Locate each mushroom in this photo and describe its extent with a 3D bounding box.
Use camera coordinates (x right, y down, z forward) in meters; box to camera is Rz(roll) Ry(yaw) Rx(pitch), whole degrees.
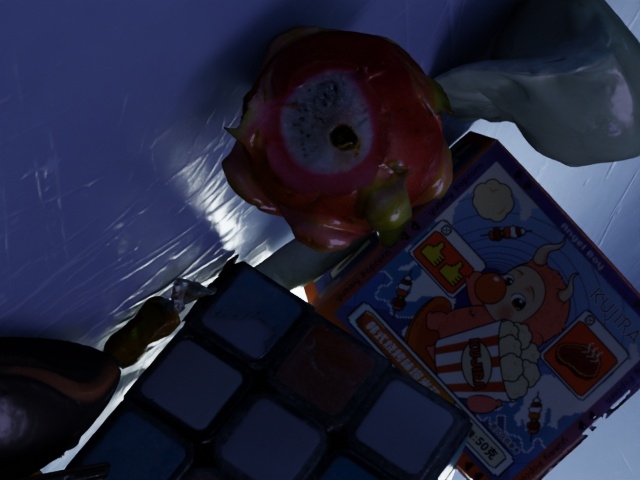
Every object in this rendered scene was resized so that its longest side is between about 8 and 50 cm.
[{"bbox_3d":[0.000,0.000,2.069,0.209,0.071,0.084,-39,158,2],"label":"mushroom"}]

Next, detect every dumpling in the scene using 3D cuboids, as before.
[{"bbox_3d":[0.290,-0.201,2.027,0.212,0.270,0.320,-60,143,-17],"label":"dumpling"}]

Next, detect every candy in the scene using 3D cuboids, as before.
[{"bbox_3d":[-0.196,0.099,1.905,0.182,0.046,0.053,-40,167,11],"label":"candy"}]

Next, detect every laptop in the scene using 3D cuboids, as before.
[{"bbox_3d":[-0.321,0.265,1.725,0.154,0.026,0.207,-5,167,-40],"label":"laptop"}]

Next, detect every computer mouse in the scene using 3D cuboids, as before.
[{"bbox_3d":[-0.314,0.184,1.739,0.183,0.116,0.323,-40,164,14],"label":"computer mouse"}]

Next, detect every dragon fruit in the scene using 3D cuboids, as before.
[{"bbox_3d":[0.020,-0.097,1.624,0.224,0.224,0.227,-46,166,10],"label":"dragon fruit"}]

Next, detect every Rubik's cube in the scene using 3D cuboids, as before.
[{"bbox_3d":[-0.065,0.300,2.004,0.363,0.359,0.362,-53,170,-27],"label":"Rubik's cube"}]

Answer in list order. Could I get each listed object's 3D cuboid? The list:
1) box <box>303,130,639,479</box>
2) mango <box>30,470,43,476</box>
[{"bbox_3d":[0.208,0.091,2.155,0.318,0.348,0.257,-42,-173,1],"label":"box"},{"bbox_3d":[-0.384,0.314,1.896,0.219,0.112,0.145,-22,148,-54],"label":"mango"}]
